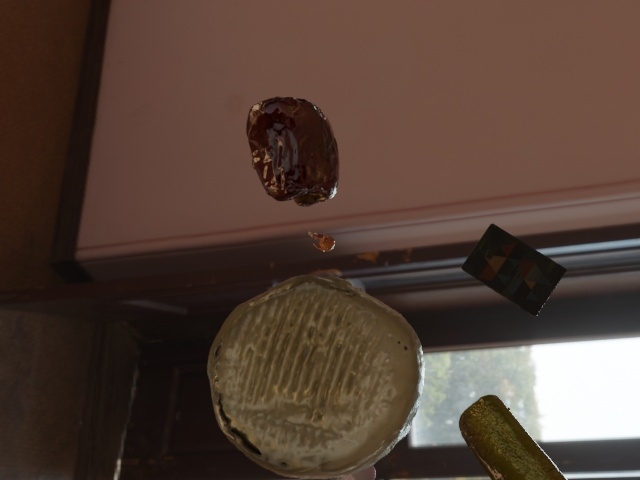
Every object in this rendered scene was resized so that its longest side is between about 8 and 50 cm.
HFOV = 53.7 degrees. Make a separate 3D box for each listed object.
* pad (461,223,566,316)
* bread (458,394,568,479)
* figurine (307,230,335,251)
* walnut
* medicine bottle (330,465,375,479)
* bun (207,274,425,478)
[{"bbox_3d":[0.468,0.070,1.541,0.143,0.211,0.003,-56,162,-1],"label":"pad"},{"bbox_3d":[0.498,0.577,1.651,0.166,0.112,0.384,-61,-141,23],"label":"bread"},{"bbox_3d":[0.000,0.000,1.721,0.064,0.109,0.047,28,91,-36],"label":"figurine"},{"bbox_3d":[-0.083,-0.214,1.571,0.221,0.243,0.269,-8,88,-59],"label":"walnut"},{"bbox_3d":[0.074,0.604,1.568,0.203,0.083,0.084,114,-16,-51],"label":"medicine bottle"},{"bbox_3d":[-0.006,0.225,1.075,0.211,0.359,0.360,19,65,-76],"label":"bun"}]
